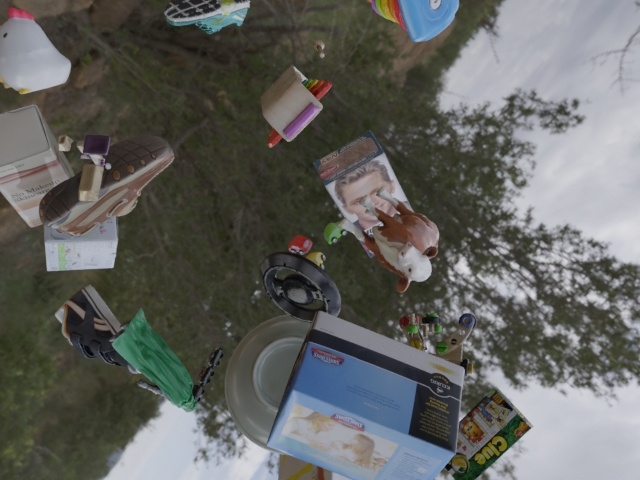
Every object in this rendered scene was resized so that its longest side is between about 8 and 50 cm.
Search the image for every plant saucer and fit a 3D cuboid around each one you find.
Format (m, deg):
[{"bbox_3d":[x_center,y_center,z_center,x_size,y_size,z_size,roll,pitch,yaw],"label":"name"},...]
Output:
[{"bbox_3d":[-0.078,0.383,1.754,0.400,0.400,0.100,-51,161,-17],"label":"plant saucer"}]

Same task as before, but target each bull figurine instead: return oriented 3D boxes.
[{"bbox_3d":[0.147,-0.007,1.212,0.101,0.188,0.310,-50,171,17],"label":"bull figurine"}]

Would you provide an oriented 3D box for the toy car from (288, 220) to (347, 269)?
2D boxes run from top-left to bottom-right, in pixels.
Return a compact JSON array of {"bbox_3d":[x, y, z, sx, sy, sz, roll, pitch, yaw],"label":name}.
[{"bbox_3d":[0.000,0.000,2.238,0.225,0.053,0.239,-39,-142,-1],"label":"toy car"}]

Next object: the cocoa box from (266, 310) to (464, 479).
[{"bbox_3d":[0.096,0.354,1.341,0.228,0.347,0.231,-69,180,-49],"label":"cocoa box"}]

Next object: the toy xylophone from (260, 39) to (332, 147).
[{"bbox_3d":[-0.055,-0.360,1.517,0.236,0.081,0.323,-40,-157,20],"label":"toy xylophone"}]

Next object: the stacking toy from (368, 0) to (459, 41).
[{"bbox_3d":[0.189,-0.627,1.612,0.175,0.166,0.302,-42,-138,-15],"label":"stacking toy"}]

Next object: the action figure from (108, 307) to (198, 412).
[{"bbox_3d":[-0.328,0.263,1.277,0.063,0.232,0.137,-30,-165,24],"label":"action figure"}]

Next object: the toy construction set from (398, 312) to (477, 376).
[{"bbox_3d":[0.375,0.362,2.080,0.309,0.257,0.237,136,-46,-79],"label":"toy construction set"}]

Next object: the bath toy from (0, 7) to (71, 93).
[{"bbox_3d":[-0.537,-0.325,1.088,0.151,0.129,0.348,-23,-155,-26],"label":"bath toy"}]

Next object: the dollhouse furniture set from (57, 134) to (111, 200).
[{"bbox_3d":[-0.400,-0.111,1.073,0.081,0.091,0.114,90,2,-69],"label":"dollhouse furniture set"}]

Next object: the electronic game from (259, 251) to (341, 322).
[{"bbox_3d":[-0.052,0.120,1.557,0.048,0.229,0.229,-52,-176,-39],"label":"electronic game"}]

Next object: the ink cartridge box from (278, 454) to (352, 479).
[{"bbox_3d":[0.005,0.739,1.977,0.279,0.160,0.385,-38,-147,35],"label":"ink cartridge box"}]

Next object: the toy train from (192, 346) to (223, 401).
[{"bbox_3d":[-0.301,0.352,1.654,0.036,0.027,0.158,-2,-128,44],"label":"toy train"}]

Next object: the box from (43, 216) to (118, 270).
[{"bbox_3d":[-0.827,0.004,2.173,0.231,0.127,0.262,-3,157,-22],"label":"box"}]

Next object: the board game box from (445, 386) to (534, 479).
[{"bbox_3d":[0.424,0.526,1.672,0.260,0.136,0.030,-52,155,18],"label":"board game box"}]

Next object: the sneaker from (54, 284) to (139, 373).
[{"bbox_3d":[-0.543,0.244,1.552,0.127,0.321,0.126,-36,138,-21],"label":"sneaker"}]

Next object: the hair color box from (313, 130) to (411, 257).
[{"bbox_3d":[0.135,-0.114,1.703,0.174,0.347,0.105,-29,-132,6],"label":"hair color box"}]

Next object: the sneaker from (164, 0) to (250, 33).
[{"bbox_3d":[-0.308,-0.625,1.754,0.275,0.107,0.110,-25,151,-39],"label":"sneaker"}]

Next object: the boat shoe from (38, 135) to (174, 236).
[{"bbox_3d":[-0.460,-0.118,1.395,0.324,0.123,0.116,-29,145,5],"label":"boat shoe"}]

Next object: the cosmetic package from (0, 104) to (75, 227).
[{"bbox_3d":[-0.674,-0.164,1.473,0.153,0.129,0.296,-22,161,-12],"label":"cosmetic package"}]
